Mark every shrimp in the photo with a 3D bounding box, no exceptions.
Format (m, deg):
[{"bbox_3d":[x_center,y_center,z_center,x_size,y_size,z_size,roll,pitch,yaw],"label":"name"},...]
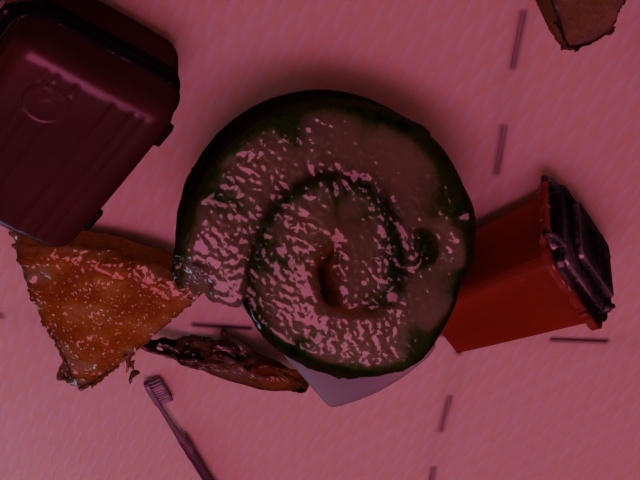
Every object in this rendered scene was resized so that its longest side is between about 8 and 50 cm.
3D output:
[{"bbox_3d":[-0.136,0.162,2.186,0.262,0.066,0.117,18,156,-16],"label":"shrimp"}]

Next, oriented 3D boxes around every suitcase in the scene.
[{"bbox_3d":[-0.327,-0.151,1.825,0.236,0.161,0.297,27,129,-24],"label":"suitcase"}]

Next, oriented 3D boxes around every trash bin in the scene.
[{"bbox_3d":[0.252,0.040,2.007,0.238,0.161,0.184,-20,130,23],"label":"trash bin"}]

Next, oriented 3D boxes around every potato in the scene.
[{"bbox_3d":[0.286,-0.312,1.737,0.100,0.089,0.172,-24,99,-3],"label":"potato"}]

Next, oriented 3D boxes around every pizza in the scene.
[{"bbox_3d":[-0.327,0.100,2.127,0.279,0.075,0.288,19,128,-9],"label":"pizza"}]

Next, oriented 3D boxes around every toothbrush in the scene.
[{"bbox_3d":[-0.200,0.332,2.381,0.029,0.024,0.354,-18,131,6],"label":"toothbrush"}]

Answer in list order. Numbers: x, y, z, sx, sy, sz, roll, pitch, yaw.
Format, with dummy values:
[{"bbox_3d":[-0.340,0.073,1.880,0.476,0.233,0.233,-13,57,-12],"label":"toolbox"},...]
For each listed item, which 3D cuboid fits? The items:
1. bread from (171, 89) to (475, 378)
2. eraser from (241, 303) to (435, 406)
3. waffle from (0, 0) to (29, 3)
[{"bbox_3d":[0.000,0.000,1.886,0.381,0.129,0.366,-14,106,-7],"label":"bread"},{"bbox_3d":[0.015,0.093,2.088,0.189,0.104,0.290,-32,128,7],"label":"eraser"},{"bbox_3d":[-0.324,-0.412,1.608,0.224,0.098,0.328,-6,131,15],"label":"waffle"}]
